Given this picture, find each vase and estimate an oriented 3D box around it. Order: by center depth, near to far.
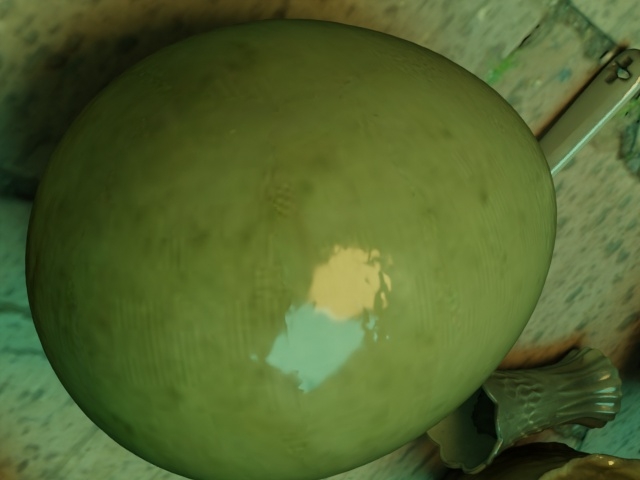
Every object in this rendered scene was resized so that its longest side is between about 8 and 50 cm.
[{"bbox_3d":[0.155,0.118,1.027,0.149,0.081,0.081,-6,132,-37],"label":"vase"}]

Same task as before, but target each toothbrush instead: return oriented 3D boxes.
[{"bbox_3d":[0.067,0.020,0.894,0.386,0.040,0.040,-48,140,10],"label":"toothbrush"}]

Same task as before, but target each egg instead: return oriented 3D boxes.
[{"bbox_3d":[0.000,0.000,0.683,0.295,0.218,0.218,-14,136,-38],"label":"egg"}]

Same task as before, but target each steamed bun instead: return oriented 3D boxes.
[{"bbox_3d":[0.202,0.206,1.028,0.213,0.231,0.110,16,92,-1],"label":"steamed bun"}]
